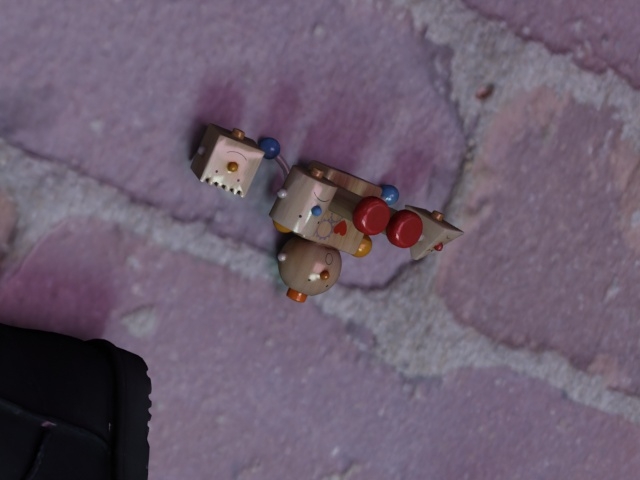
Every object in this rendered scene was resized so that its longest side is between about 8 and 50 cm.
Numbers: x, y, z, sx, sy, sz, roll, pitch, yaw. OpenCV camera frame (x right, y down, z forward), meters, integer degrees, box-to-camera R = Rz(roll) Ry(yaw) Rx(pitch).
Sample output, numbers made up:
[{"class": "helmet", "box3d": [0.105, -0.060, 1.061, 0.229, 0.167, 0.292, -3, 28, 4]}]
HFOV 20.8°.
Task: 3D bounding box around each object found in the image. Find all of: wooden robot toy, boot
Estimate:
[{"class": "wooden robot toy", "box3d": [0.000, 0.000, 0.959, 0.173, 0.076, 0.079, 19, 102, -38]}, {"class": "boot", "box3d": [-0.179, 0.133, 0.802, 0.207, 0.094, 0.246, 21, 56, -38]}]
